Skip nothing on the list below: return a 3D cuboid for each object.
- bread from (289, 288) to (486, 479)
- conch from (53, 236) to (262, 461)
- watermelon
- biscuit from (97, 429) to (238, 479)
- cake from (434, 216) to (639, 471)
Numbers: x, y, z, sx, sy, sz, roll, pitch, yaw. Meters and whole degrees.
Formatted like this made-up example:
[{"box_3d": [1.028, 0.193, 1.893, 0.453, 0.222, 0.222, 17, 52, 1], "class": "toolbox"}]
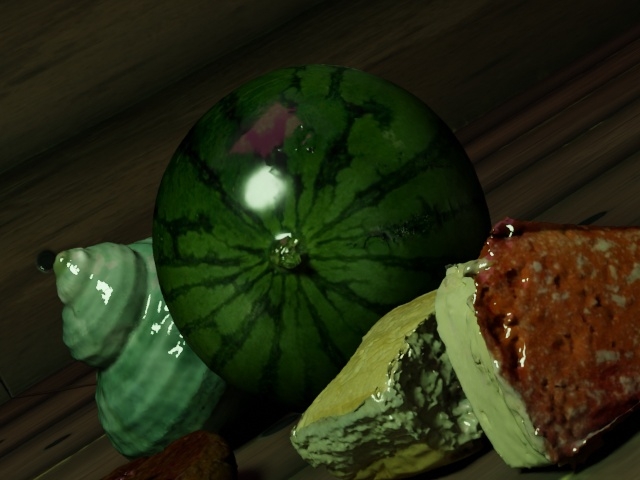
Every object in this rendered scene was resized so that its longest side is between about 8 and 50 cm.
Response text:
[{"box_3d": [0.056, 0.085, 0.913, 0.125, 0.082, 0.106, -47, 5, -39], "class": "bread"}, {"box_3d": [-0.102, 0.076, 1.294, 0.195, 0.277, 0.220, 31, 94, 55], "class": "conch"}, {"box_3d": [0.000, 0.000, 1.121, 0.242, 0.242, 0.242, -29, 5, 3], "class": "watermelon"}, {"box_3d": [-0.137, 0.193, 1.079, 0.192, 0.049, 0.192, -35, 8, 5], "class": "biscuit"}, {"box_3d": [0.153, 0.017, 0.829, 0.220, 0.117, 0.086, -33, 0, -25], "class": "cake"}]
